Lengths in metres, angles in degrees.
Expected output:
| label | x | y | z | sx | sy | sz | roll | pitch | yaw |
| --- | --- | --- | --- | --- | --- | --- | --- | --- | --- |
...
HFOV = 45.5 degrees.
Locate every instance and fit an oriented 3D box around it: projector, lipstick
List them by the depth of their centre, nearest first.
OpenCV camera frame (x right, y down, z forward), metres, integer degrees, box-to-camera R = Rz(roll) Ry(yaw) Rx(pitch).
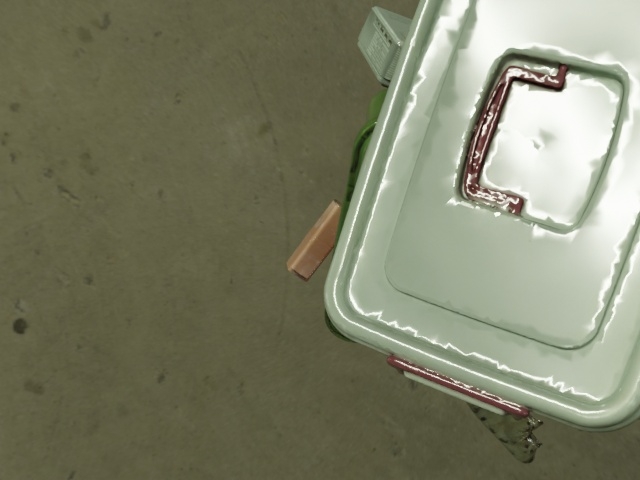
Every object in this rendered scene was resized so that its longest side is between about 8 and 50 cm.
| label | x | y | z | sx | sy | sz | roll | pitch | yaw |
| --- | --- | --- | --- | --- | --- | --- | --- | --- | --- |
| lipstick | 0.000 | 0.000 | 1.336 | 0.045 | 0.045 | 0.145 | 34 | 100 | -16 |
| projector | 0.209 | -0.333 | 1.446 | 0.256 | 0.192 | 0.099 | 13 | 124 | -23 |

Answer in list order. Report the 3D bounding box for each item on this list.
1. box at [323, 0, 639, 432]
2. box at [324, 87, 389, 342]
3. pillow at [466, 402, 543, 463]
| label | x | y | z | sx | sy | sz | roll | pitch | yaw |
| --- | --- | --- | --- | --- | --- | --- | --- | --- | --- |
| box | 0.144 | -0.045 | 0.477 | 0.193 | 0.167 | 0.294 | 19 | 90 | 23 |
| box | 0.147 | -0.029 | 0.971 | 0.252 | 0.178 | 0.329 | 8 | 126 | -2 |
| pillow | 0.329 | 0.306 | 1.379 | 0.093 | 0.051 | 0.241 | -36 | 99 | 27 |
